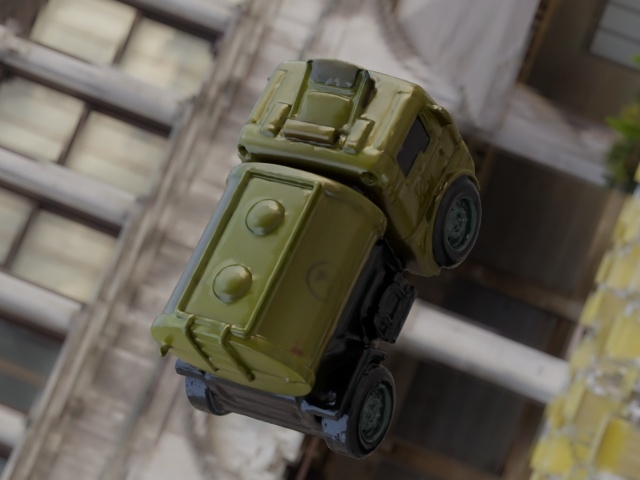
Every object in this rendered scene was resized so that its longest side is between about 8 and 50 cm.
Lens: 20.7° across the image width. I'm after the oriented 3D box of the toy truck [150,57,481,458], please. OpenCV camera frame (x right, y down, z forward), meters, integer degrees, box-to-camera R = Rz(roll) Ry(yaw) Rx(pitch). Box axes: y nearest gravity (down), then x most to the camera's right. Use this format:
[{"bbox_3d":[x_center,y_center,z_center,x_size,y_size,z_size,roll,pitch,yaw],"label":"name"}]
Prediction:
[{"bbox_3d":[0.000,0.000,0.399,0.083,0.049,0.054,-64,-31,-21],"label":"toy truck"}]
